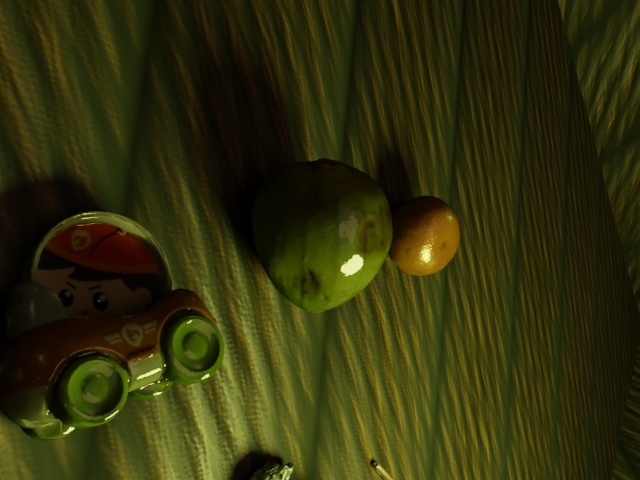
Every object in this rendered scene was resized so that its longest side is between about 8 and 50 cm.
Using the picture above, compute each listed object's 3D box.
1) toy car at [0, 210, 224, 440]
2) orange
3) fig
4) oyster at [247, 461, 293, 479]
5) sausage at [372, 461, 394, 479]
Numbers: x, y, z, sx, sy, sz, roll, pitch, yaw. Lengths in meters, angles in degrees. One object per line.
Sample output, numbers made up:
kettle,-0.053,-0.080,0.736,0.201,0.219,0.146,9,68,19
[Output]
toy car,-0.238,0.078,0.600,0.235,0.145,0.235,21,56,-35
orange,0.194,-0.010,1.082,0.156,0.124,0.156,-14,114,-33
fig,0.006,-0.002,0.808,0.207,0.207,0.230,-13,98,-48
oyster,-0.084,0.366,0.833,0.098,0.037,0.100,-52,149,-13
sausage,0.124,0.450,1.072,0.100,0.015,0.015,54,52,-33
